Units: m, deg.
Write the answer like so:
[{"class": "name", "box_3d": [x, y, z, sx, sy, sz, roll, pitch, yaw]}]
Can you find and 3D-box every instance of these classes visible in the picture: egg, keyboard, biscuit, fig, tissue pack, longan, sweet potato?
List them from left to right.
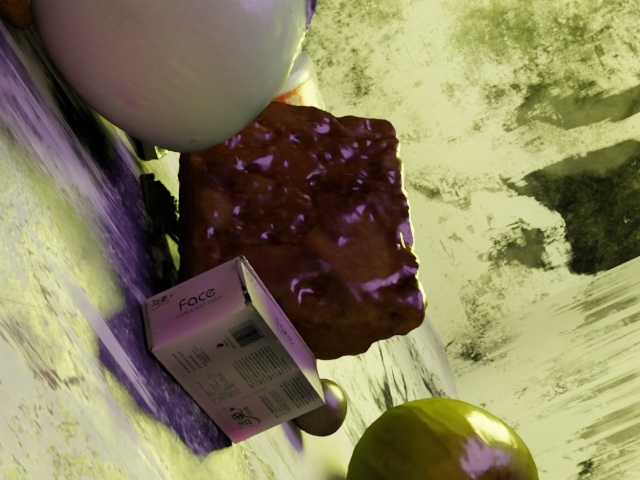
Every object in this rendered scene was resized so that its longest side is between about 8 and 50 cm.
[{"class": "sweet potato", "box_3d": [-0.413, -0.347, 1.637, 0.078, 0.058, 0.255, 44, -14, 50]}, {"class": "egg", "box_3d": [-0.234, -0.335, 1.778, 0.340, 0.354, 0.354, 32, 29, -40]}, {"class": "keyboard", "box_3d": [-0.205, -0.018, 2.025, 0.231, 0.023, 0.072, 53, 17, -52]}, {"class": "tissue pack", "box_3d": [-0.111, 0.147, 1.746, 0.246, 0.148, 0.092, 58, 11, -46]}, {"class": "biscuit", "box_3d": [-0.039, -0.022, 1.943, 0.166, 0.342, 0.395, 115, -21, -46]}, {"class": "longan", "box_3d": [-0.007, 0.264, 2.174, 0.113, 0.092, 0.113, 34, 39, -32]}, {"class": "fig", "box_3d": [0.191, 0.412, 2.249, 0.343, 0.343, 0.343, 62, 10, -19]}]

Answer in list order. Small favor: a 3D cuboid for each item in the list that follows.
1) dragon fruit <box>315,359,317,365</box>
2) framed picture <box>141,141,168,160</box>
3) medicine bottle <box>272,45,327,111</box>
[{"class": "dragon fruit", "box_3d": [-0.038, 0.197, 2.258, 0.112, 0.068, 0.126, 59, 12, -34]}, {"class": "framed picture", "box_3d": [-0.233, -0.282, 2.151, 0.335, 0.022, 0.247, -45, 125, -66]}, {"class": "medicine bottle", "box_3d": [-0.099, -0.247, 2.445, 0.211, 0.211, 0.371, -96, 170, -64]}]
